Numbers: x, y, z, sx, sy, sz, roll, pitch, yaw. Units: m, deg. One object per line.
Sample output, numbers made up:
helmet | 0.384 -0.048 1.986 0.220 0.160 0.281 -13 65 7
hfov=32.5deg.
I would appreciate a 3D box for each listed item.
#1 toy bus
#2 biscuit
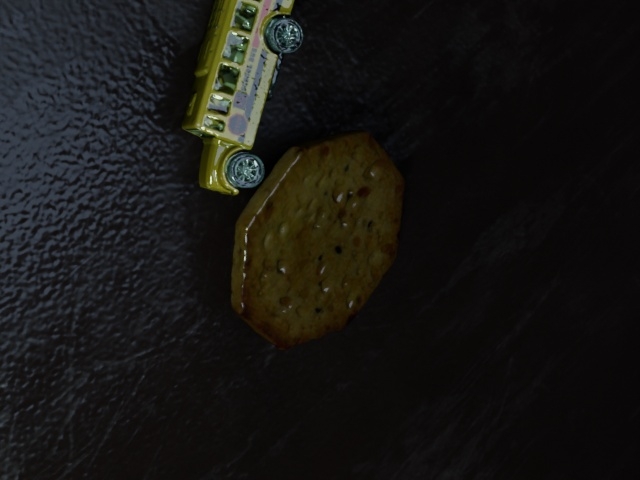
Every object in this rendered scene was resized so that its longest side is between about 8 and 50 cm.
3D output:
toy bus | -0.118 -0.236 1.582 0.123 0.121 0.335 17 89 -21
biscuit | -0.001 0.000 1.670 0.359 0.046 0.359 -22 125 -37
